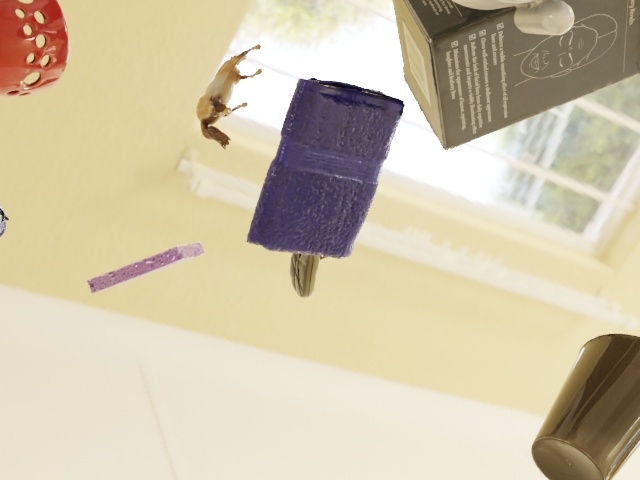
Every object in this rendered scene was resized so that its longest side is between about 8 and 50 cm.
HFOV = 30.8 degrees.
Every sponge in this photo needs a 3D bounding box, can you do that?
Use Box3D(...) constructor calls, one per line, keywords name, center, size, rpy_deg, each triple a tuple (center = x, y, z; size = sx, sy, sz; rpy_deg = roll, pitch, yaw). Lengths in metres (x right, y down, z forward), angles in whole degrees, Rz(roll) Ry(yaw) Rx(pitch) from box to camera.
Box3D(name="sponge", center=(-0.339, 0.051, 2.265), size=(0.031, 0.210, 0.117), rpy_deg=(70, -161, 1))

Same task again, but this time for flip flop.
Box3D(name="flip flop", center=(0.000, 0.000, 2.386), size=(0.080, 0.277, 0.112), rpy_deg=(-3, -145, -20))

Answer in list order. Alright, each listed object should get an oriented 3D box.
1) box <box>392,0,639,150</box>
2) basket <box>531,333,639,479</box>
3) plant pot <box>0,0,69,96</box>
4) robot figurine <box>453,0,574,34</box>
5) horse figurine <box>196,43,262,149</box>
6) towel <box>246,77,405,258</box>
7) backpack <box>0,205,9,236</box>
Box3D(name="box", center=(0.344, -0.382, 2.022), size=(0.293, 0.395, 0.212), rpy_deg=(73, 175, -55))
Box3D(name="basket", center=(0.442, 0.278, 1.831), size=(0.154, 0.204, 0.227), rpy_deg=(53, -125, -14))
Box3D(name="plant pot", center=(-0.519, -0.312, 1.825), size=(0.191, 0.191, 0.174), rpy_deg=(37, -145, 21))
Box3D(name="robot figurine", center=(0.239, -0.400, 1.486), size=(0.300, 0.199, 0.353), rpy_deg=(61, 177, -10))
Box3D(name="horse figurine", center=(-0.204, -0.317, 2.512), size=(0.066, 0.263, 0.174), rpy_deg=(34, 155, -31))
Box3D(name="towel", center=(0.004, -0.125, 2.010), size=(0.227, 0.308, 0.076), rpy_deg=(8, -162, -36))
Box3D(name="backpack", center=(-0.485, -0.025, 1.505), size=(0.117, 0.158, 0.173), rpy_deg=(53, 168, 2))
